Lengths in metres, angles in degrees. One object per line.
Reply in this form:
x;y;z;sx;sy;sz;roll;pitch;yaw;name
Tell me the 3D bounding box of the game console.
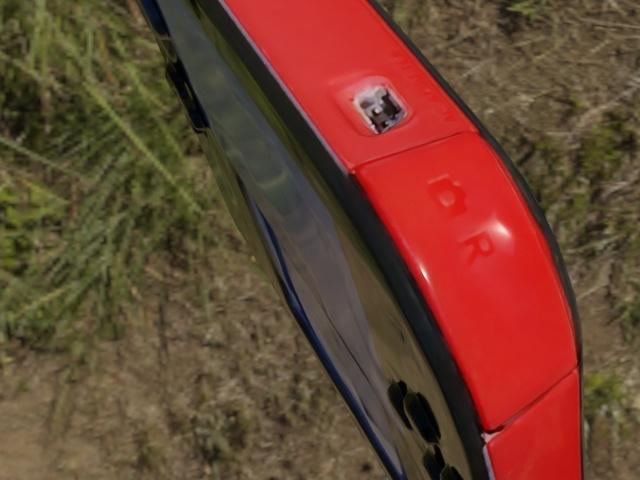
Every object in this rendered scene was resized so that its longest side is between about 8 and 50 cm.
0.000;0.000;0.584;0.387;0.060;0.342;57;167;40;game console
